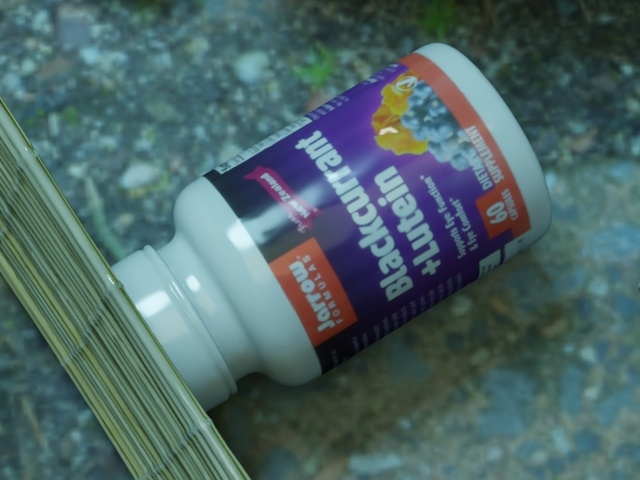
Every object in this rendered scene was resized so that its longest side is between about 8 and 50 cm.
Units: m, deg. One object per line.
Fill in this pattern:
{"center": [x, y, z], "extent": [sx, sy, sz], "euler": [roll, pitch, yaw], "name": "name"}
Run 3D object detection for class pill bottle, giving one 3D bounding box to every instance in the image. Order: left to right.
{"center": [0.000, 0.000, 0.744], "extent": [0.193, 0.108, 0.108], "euler": [-32, 81, -8], "name": "pill bottle"}

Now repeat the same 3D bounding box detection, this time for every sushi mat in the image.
{"center": [-0.100, 0.042, 0.710], "extent": [0.019, 0.151, 0.316], "euler": [-30, 81, -24], "name": "sushi mat"}

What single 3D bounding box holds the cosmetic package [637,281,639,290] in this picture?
{"center": [0.300, -0.047, 0.752], "extent": [0.224, 0.138, 0.224], "euler": [21, 77, 2], "name": "cosmetic package"}
